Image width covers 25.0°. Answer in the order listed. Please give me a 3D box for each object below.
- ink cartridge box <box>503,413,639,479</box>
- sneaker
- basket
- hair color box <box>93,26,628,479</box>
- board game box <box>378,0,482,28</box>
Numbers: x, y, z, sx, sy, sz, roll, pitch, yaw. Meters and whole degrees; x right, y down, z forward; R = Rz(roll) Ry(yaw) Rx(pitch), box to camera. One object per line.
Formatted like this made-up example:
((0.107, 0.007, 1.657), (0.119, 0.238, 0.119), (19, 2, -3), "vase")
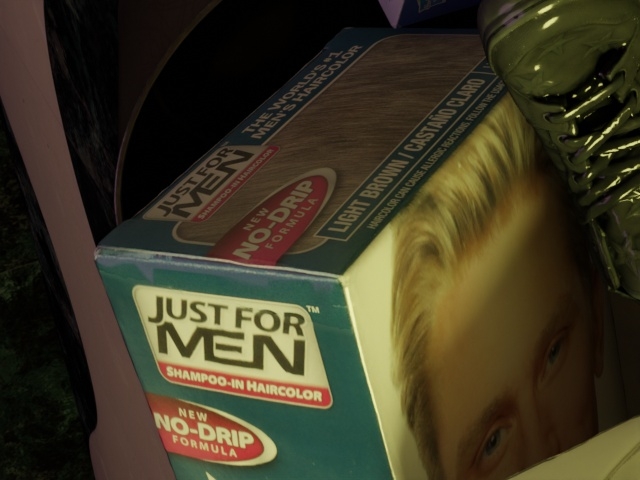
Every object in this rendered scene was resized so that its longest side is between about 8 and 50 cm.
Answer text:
((0.131, 0.166, 0.492), (0.092, 0.158, 0.218), (41, 147, 52), "ink cartridge box")
((0.102, -0.023, 0.471), (0.170, 0.051, 0.089), (34, -147, -65), "sneaker")
((-0.025, -0.085, 0.714), (0.154, 0.204, 0.227), (44, -175, -26), "basket")
((0.048, 0.107, 0.587), (0.105, 0.174, 0.347), (5, 126, 33), "hair color box")
((0.010, -0.288, 0.525), (0.233, 0.078, 0.347), (107, 141, -64), "board game box")
